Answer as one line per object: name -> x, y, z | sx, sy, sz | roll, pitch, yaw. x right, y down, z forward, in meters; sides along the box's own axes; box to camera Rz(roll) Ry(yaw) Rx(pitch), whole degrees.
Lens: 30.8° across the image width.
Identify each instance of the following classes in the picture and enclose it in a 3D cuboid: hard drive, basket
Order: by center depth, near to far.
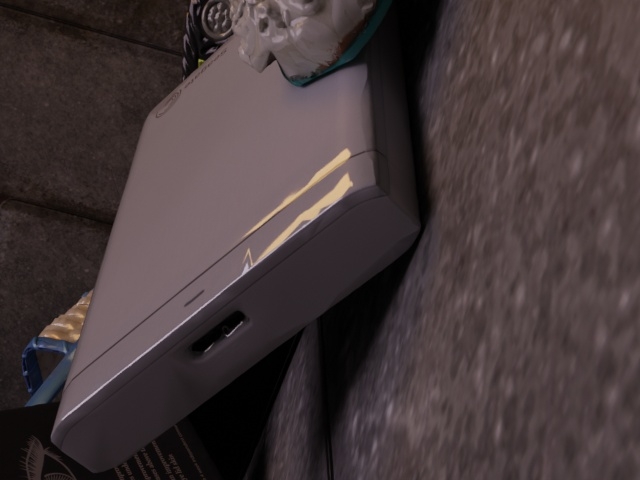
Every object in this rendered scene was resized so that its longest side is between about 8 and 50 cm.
hard drive -> -0.046, -0.047, 0.718 | 0.233, 0.047, 0.353 | -38, 25, 23
basket -> -0.281, 0.216, 1.450 | 0.289, 0.201, 0.255 | -57, -25, -37

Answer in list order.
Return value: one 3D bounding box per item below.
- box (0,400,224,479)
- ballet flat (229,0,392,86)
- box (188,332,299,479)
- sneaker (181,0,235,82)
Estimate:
box -> -0.172, 0.195, 0.764 | 0.153, 0.207, 0.108 | 54, 137, 41
ballet flat -> -0.013, -0.263, 0.748 | 0.147, 0.147, 0.409 | 114, 171, -46
box -> -0.088, 0.078, 0.933 | 0.184, 0.103, 0.261 | -82, 11, -52
sneaker -> -0.021, -0.255, 1.068 | 0.147, 0.145, 0.385 | -15, -58, -64
